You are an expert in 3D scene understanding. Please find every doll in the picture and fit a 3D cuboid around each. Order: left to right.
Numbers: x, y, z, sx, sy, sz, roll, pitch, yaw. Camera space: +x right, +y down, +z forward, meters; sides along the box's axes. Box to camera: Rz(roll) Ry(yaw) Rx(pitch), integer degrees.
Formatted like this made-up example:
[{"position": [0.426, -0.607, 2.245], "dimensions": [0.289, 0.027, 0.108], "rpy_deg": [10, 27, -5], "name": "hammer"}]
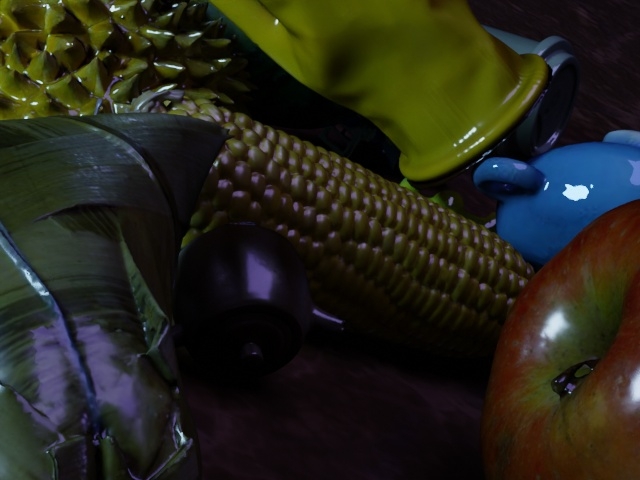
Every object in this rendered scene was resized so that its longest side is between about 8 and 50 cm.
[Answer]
[{"position": [0.251, -0.007, 1.056], "dimensions": [0.341, 0.099, 0.346], "rpy_deg": [13, -10, -25], "name": "doll"}]

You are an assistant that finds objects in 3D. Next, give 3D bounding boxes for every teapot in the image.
[{"position": [-0.048, 0.041, 0.855], "dimensions": [0.121, 0.076, 0.068], "rpy_deg": [-5, 44, -9], "name": "teapot"}]

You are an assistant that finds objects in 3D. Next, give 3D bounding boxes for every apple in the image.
[{"position": [0.203, 0.092, 0.827], "dimensions": [0.230, 0.230, 0.230], "rpy_deg": [24, 23, -11], "name": "apple"}]

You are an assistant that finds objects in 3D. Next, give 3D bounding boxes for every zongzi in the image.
[{"position": [-0.085, 0.032, 0.710], "dimensions": [0.274, 0.125, 0.251], "rpy_deg": [-12, 45, -41], "name": "zongzi"}]

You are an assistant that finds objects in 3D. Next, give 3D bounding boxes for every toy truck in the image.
[{"position": [0.049, -0.087, 1.255], "dimensions": [0.080, 0.078, 0.154], "rpy_deg": [47, 12, 36], "name": "toy truck"}]

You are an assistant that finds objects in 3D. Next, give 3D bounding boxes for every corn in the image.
[{"position": [0.000, 0.000, 0.955], "dimensions": [0.305, 0.106, 0.106], "rpy_deg": [20, 23, -31], "name": "corn"}]

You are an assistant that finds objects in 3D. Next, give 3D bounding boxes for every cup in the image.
[{"position": [0.152, -0.141, 1.441], "dimensions": [0.141, 0.120, 0.120], "rpy_deg": [23, 18, 26], "name": "cup"}]

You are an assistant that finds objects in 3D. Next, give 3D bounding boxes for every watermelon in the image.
[{"position": [-0.026, -0.134, 1.133], "dimensions": [0.231, 0.146, 0.128], "rpy_deg": [-2, 33, 49], "name": "watermelon"}]

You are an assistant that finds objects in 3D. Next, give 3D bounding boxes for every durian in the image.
[{"position": [-0.140, -0.117, 1.012], "dimensions": [0.249, 0.138, 0.183], "rpy_deg": [34, 14, -2], "name": "durian"}]

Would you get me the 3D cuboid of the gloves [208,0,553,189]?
[{"position": [0.010, -0.177, 1.004], "dimensions": [0.294, 0.133, 0.116], "rpy_deg": [47, -17, -17], "name": "gloves"}]
